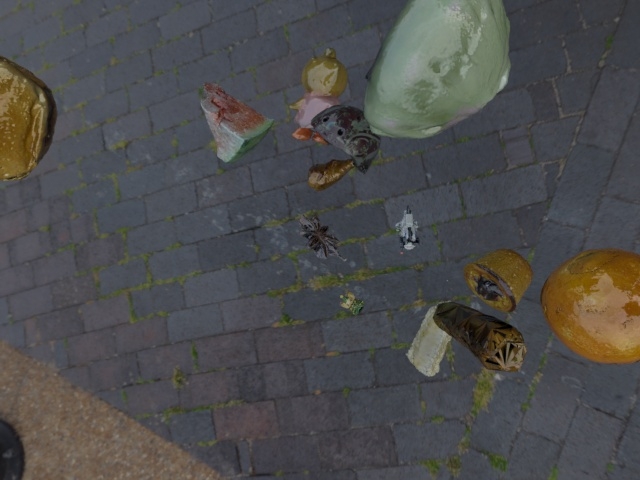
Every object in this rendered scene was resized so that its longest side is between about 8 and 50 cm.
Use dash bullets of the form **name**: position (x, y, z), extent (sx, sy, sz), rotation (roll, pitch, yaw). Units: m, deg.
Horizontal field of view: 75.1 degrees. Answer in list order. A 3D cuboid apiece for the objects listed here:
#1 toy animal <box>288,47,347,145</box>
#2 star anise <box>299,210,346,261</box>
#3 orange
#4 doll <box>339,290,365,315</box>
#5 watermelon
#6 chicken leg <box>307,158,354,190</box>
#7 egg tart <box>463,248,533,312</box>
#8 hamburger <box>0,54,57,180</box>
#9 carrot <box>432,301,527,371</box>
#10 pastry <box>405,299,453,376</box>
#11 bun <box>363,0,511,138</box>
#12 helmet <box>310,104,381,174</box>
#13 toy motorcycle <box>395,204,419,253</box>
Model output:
- **toy animal**: position (0.001, -0.447, 1.291), extent (0.169, 0.196, 0.280), rotation (19, 103, 58)
- **star anise**: position (0.000, 0.000, 1.694), extent (0.081, 0.230, 0.262), rotation (-40, 96, 26)
- **orange**: position (0.599, 0.135, 0.878), extent (0.246, 0.246, 0.245), rotation (-2, 84, 17)
- **doll**: position (0.142, 0.273, 1.823), extent (0.113, 0.077, 0.078), rotation (37, 105, 30)
- **watermelon**: position (-0.162, -0.225, 0.782), extent (0.121, 0.098, 0.158), rotation (-5, 114, 26)
- **chicken leg**: position (0.070, -0.243, 1.399), extent (0.252, 0.107, 0.087), rotation (-26, 118, -2)
- **egg tart**: position (0.614, 0.129, 1.437), extent (0.171, 0.215, 0.215), rotation (-39, 74, -15)
- **hamburger**: position (-0.610, -0.227, 0.747), extent (0.163, 0.244, 0.244), rotation (35, 95, 34)
- **carrot**: position (0.234, 0.138, 0.636), extent (0.069, 0.229, 0.068), rotation (0, 93, -4)
- **pastry**: position (0.366, 0.312, 1.324), extent (0.121, 0.089, 0.258), rotation (38, 120, 31)
- **bun**: position (0.211, -0.284, 0.699), extent (0.187, 0.293, 0.293), rotation (39, 96, 11)
- **helmet**: position (0.068, -0.236, 0.908), extent (0.107, 0.177, 0.153), rotation (-46, 71, 10)
- **toy motorcycle**: position (0.384, -0.040, 1.825), extent (0.102, 0.150, 0.221), rotation (2, 46, 6)
